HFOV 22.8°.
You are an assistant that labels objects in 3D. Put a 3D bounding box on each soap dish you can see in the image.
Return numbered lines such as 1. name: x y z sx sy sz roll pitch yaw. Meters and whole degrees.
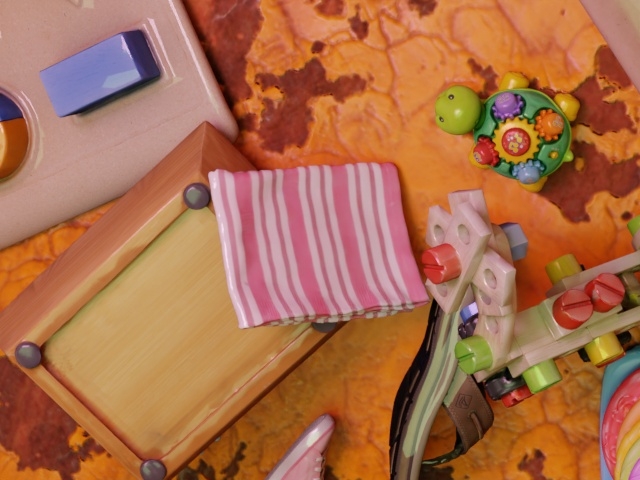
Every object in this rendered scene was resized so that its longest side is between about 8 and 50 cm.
1. soap dish: -0.130 0.072 1.447 0.291 0.118 0.229 -42 101 8

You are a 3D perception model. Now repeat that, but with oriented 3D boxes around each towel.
1. towel: 0.000 0.000 1.388 0.029 0.197 0.144 -33 66 53

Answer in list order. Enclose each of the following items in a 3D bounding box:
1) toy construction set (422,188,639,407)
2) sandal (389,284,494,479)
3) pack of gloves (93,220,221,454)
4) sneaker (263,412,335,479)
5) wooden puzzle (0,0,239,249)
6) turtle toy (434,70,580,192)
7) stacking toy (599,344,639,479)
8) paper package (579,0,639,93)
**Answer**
1. toy construction set: 0.225 0.037 1.306 0.327 0.215 0.151 -4 69 -22
2. sandal: 0.123 0.135 1.440 0.086 0.120 0.303 16 108 -4
3. pack of gloves: -0.164 0.095 1.541 0.232 0.046 0.195 38 111 3
4. sneaker: -0.009 0.231 1.532 0.070 0.051 0.134 38 114 1
5. wooden puzzle: -0.285 -0.186 1.482 0.322 0.080 0.348 -23 98 19
6. turtle toy: 0.162 -0.098 1.390 0.130 0.066 0.095 25 109 8
7. stacking toy: 0.305 0.203 1.304 0.175 0.302 0.166 3 105 15
8. paper package: 0.268 -0.242 1.193 0.168 0.309 0.325 -34 94 18
